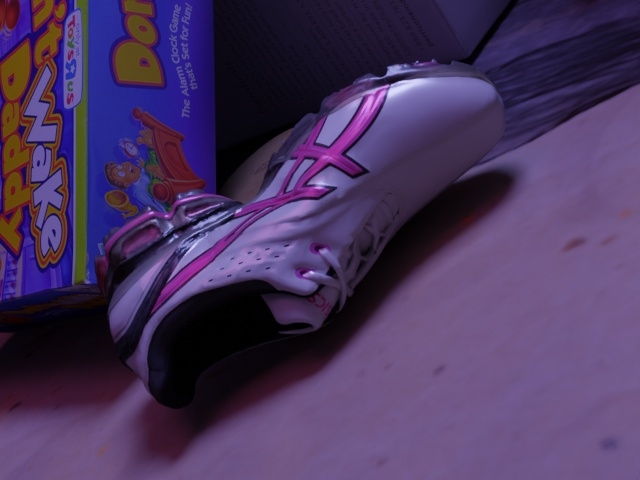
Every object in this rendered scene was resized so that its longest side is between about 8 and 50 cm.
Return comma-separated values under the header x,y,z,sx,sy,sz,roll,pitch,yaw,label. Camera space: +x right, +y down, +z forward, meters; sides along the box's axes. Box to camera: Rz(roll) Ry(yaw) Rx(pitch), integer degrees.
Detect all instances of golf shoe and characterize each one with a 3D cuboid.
x,y,z,sx,sy,sz,roll,pitch,yaw,label
0.000,0.000,0.402,0.186,0.067,0.086,-32,50,5,golf shoe

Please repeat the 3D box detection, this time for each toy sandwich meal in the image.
x,y,z,sx,sy,sz,roll,pitch,yaw,label
-0.020,-0.030,0.530,0.085,0.029,0.085,-35,23,17,toy sandwich meal

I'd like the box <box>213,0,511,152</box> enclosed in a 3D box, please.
x,y,z,sx,sy,sz,roll,pitch,yaw,label
-0.029,-0.198,0.700,0.345,0.168,0.215,-14,30,45,box

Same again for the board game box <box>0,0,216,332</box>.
x,y,z,sx,sy,sz,roll,pitch,yaw,label
-0.161,-0.129,0.582,0.233,0.078,0.347,-13,75,46,board game box
